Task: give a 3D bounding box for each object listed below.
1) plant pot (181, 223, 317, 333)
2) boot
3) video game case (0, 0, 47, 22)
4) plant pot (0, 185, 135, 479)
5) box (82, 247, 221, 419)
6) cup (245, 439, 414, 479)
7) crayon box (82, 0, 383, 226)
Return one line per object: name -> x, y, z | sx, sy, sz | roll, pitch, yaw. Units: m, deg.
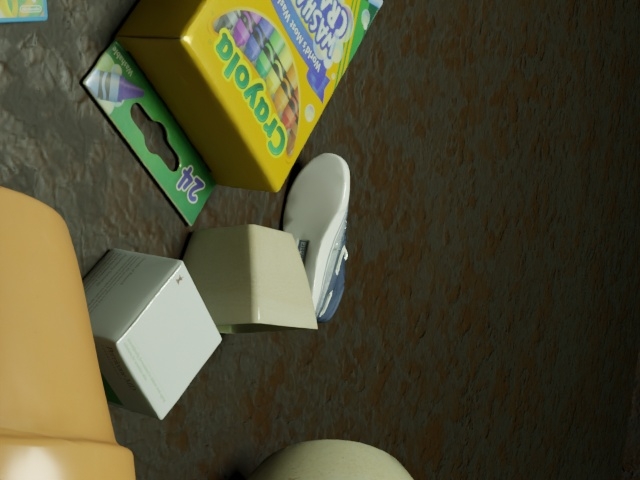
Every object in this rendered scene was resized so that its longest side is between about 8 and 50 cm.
plant pot -> -0.076, 0.038, 1.009 | 0.109, 0.109, 0.096 | 12, 74, -58
boot -> 0.000, 0.000, 1.157 | 0.086, 0.069, 0.190 | 12, 95, -65
video game case -> -0.249, -0.240, 0.745 | 0.119, 0.015, 0.166 | -20, 114, -54
plant pot -> -0.249, 0.083, 0.601 | 0.291, 0.291, 0.203 | 22, 63, -57
box -> -0.158, 0.079, 0.895 | 0.102, 0.087, 0.101 | -55, 139, -36
cup -> 0.008, 0.347, 1.059 | 0.237, 0.331, 0.331 | -89, 160, -43
crayon box -> -0.064, -0.194, 0.984 | 0.323, 0.083, 0.203 | -62, 143, -27
